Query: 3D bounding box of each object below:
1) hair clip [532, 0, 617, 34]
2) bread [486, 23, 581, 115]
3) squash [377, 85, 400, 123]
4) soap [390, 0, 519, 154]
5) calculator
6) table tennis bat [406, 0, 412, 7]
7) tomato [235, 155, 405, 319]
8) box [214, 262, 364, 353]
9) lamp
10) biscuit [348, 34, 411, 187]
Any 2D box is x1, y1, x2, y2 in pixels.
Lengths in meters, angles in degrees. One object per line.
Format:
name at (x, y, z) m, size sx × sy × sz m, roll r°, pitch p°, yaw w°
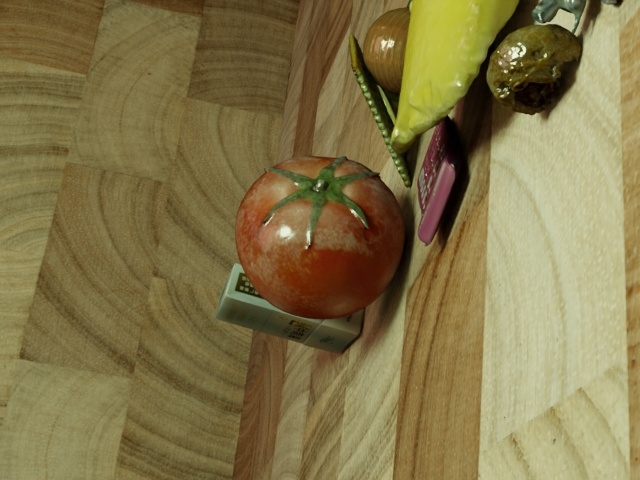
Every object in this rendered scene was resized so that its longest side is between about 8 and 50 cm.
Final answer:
hair clip at (0.277, -0.302, 1.102) m, size 0.146 × 0.056 × 0.187 m, roll -122°, pitch 53°, yaw -78°
bread at (0.222, -0.180, 1.157) m, size 0.113 × 0.082 × 0.060 m, roll 110°, pitch 165°, yaw -57°
squash at (0.127, -0.269, 1.823) m, size 0.075 × 0.090 × 0.200 m, roll -28°, pitch 37°, yaw 30°
soap at (0.191, -0.333, 1.416) m, size 0.306 × 0.115 × 0.427 m, roll 127°, pitch 154°, yaw -77°
calculator at (0.167, -0.089, 1.514) m, size 0.190 × 0.034 × 0.127 m, roll -84°, pitch 9°, yaw -59°
table tennis bat at (0.170, -0.395, 1.757) m, size 0.234 × 0.022 × 0.131 m, roll -70°, pitch -18°, yaw -1°
tomato at (0.000, 0.000, 1.689) m, size 0.265 × 0.264 × 0.265 m, roll -168°, pitch 90°, yaw -80°
box at (-0.056, 0.124, 1.917) m, size 0.155 × 0.242 × 0.067 m, roll 123°, pitch 162°, yaw -69°
lamp at (0.130, -0.287, 1.644) m, size 0.136 × 0.136 × 0.136 m, roll -168°, pitch 90°, yaw -80°
biscuit at (0.095, -0.203, 1.714) m, size 0.139 × 0.016 × 0.231 m, roll -93°, pitch -20°, yaw -56°
